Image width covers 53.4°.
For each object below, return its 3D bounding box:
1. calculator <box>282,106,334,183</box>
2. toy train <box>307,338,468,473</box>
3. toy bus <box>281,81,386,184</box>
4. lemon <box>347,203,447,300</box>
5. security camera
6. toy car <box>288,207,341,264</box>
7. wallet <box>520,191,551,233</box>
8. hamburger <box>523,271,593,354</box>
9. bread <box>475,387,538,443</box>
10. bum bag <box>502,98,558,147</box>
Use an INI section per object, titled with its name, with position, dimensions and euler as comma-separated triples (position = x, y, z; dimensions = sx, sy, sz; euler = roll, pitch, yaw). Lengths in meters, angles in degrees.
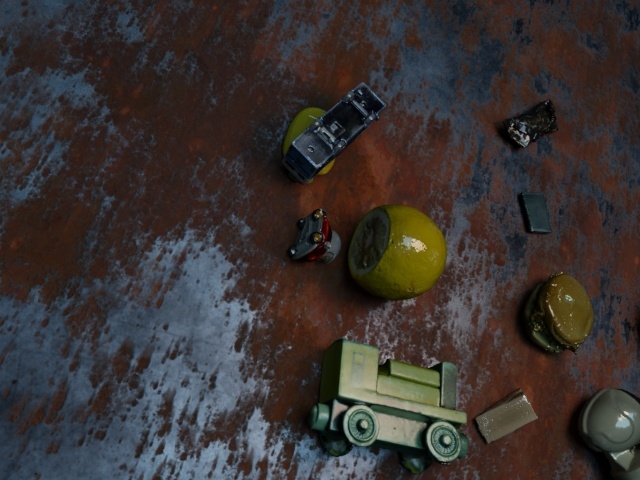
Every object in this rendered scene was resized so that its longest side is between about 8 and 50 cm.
[calculator]
position = -0.024, -0.254, 1.697
dimensions = 0.146, 0.032, 0.235
euler = 21, 64, -13
[toy train]
position = 0.166, 0.385, 1.481
dimensions = 0.397, 0.160, 0.253
euler = 16, 59, -15
[toy bus]
position = 0.036, -0.276, 1.637
dimensions = 0.106, 0.131, 0.297
euler = 45, 59, 1
[lemon]
position = 0.203, 0.035, 1.570
dimensions = 0.219, 0.240, 0.240
euler = 19, 65, -26
[security camera]
position = 0.798, 0.522, 1.658
dimensions = 0.191, 0.197, 0.277
euler = -33, 76, -14
[toy car]
position = 0.000, 0.000, 1.585
dimensions = 0.112, 0.112, 0.139
euler = 30, 53, -25
[wallet]
position = 0.640, -0.082, 1.892
dimensions = 0.088, 0.026, 0.129
euler = 2, 70, -25
[hamburger]
position = 0.653, 0.195, 1.748
dimensions = 0.189, 0.122, 0.215
euler = 37, 59, -12
[bread]
position = 0.476, 0.451, 1.644
dimensions = 0.152, 0.105, 0.077
euler = -26, 81, 6
[bum bag]
position = 0.661, -0.359, 1.975
dimensions = 0.248, 0.069, 0.102
euler = -26, 107, -29
